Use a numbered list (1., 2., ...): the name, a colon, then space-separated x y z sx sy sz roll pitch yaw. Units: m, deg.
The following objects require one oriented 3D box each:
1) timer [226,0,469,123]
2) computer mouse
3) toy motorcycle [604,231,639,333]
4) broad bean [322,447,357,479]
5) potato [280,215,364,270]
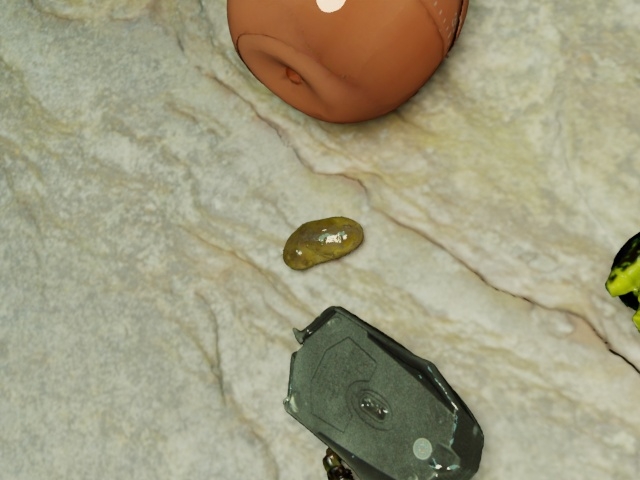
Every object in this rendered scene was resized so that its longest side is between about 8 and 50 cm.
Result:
1. timer: 0.027 -0.239 0.782 0.230 0.229 0.215 29 77 27
2. computer mouse: 0.056 0.149 0.738 0.231 0.071 0.126 29 99 37
3. toy motorcycle: 0.398 -0.025 0.613 0.342 0.142 0.206 -41 25 6
4. broad bean: 0.109 0.276 0.675 0.325 0.067 0.075 24 98 30
5. potato: 0.000 0.000 0.820 0.092 0.045 0.046 -21 103 18
